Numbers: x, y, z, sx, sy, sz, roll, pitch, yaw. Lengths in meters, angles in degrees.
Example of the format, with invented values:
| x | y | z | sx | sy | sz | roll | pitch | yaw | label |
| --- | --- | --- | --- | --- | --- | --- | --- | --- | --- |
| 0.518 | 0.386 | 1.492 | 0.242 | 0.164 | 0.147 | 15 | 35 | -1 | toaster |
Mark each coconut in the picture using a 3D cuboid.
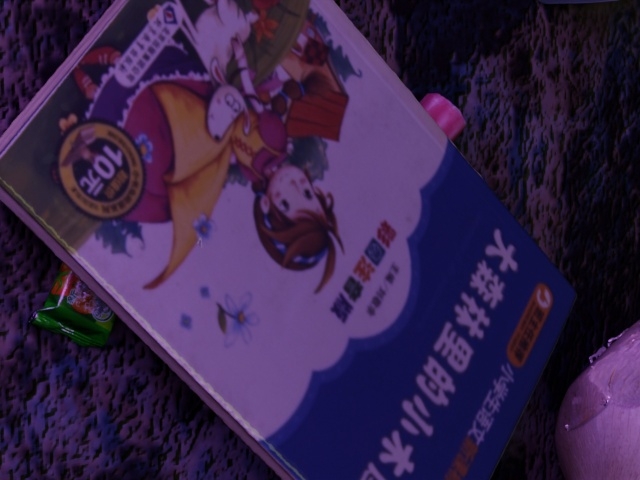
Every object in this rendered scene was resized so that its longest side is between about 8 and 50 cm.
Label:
| x | y | z | sx | sy | sz | roll | pitch | yaw | label |
| --- | --- | --- | --- | --- | --- | --- | --- | --- | --- |
| 0.230 | 0.131 | 1.047 | 0.183 | 0.171 | 0.171 | -34 | 116 | -41 | coconut |

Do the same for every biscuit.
| x | y | z | sx | sy | sz | roll | pitch | yaw | label |
| --- | --- | --- | --- | --- | --- | --- | --- | --- | --- |
| -0.107 | 0.008 | 0.802 | 0.046 | 0.016 | 0.089 | 33 | 70 | -41 | biscuit |

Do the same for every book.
| x | y | z | sx | sy | sz | roll | pitch | yaw | label |
| --- | --- | --- | --- | --- | --- | --- | --- | --- | --- |
| 0.000 | 0.000 | 0.843 | 0.322 | 0.018 | 0.228 | 47 | 55 | -21 | book |

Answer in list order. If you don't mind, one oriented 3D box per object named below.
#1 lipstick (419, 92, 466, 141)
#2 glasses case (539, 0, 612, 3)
| x | y | z | sx | sy | sz | roll | pitch | yaw | label |
| --- | --- | --- | --- | --- | --- | --- | --- | --- | --- |
| 0.014 | -0.005 | 0.903 | 0.234 | 0.053 | 0.053 | -47 | 123 | -36 | lipstick |
| 0.142 | -0.233 | 0.986 | 0.039 | 0.078 | 0.184 | -36 | 117 | -33 | glasses case |
